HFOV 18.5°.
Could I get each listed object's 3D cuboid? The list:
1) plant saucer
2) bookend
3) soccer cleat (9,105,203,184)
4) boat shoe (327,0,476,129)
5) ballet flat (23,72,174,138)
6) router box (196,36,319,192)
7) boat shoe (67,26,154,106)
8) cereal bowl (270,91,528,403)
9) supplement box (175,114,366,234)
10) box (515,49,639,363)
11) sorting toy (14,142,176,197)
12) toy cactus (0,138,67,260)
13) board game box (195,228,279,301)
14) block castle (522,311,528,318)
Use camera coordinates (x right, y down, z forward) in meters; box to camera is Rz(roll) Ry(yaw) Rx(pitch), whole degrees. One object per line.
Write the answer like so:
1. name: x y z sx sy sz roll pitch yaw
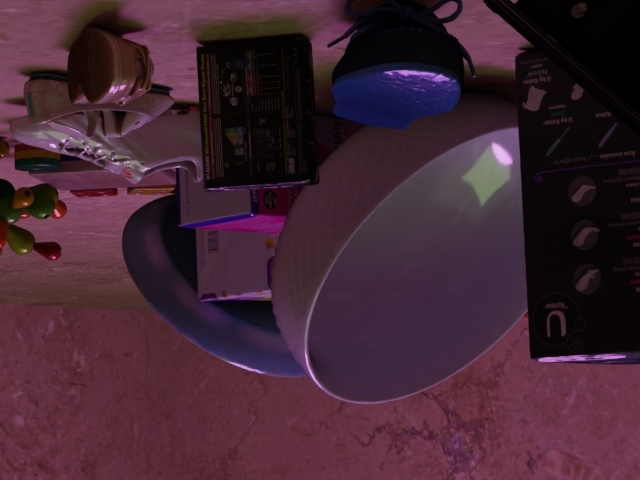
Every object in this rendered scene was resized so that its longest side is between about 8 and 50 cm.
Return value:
1. plant saucer: -0.097 0.042 2.460 0.317 0.317 0.044 3 132 -40
2. bookend: 0.222 -0.161 1.296 0.157 0.156 0.072 -48 162 9
3. soccer cleat: -0.199 -0.092 1.880 0.196 0.076 0.068 1 173 -20
4. boat shoe: 0.049 -0.143 1.474 0.109 0.089 0.258 13 176 -13
5. ballet flat: -0.201 -0.116 1.772 0.057 0.052 0.168 -8 172 44
6. router box: -0.052 -0.103 1.615 0.092 0.122 0.038 -3 178 13
7. boat shoe: -0.162 -0.138 1.564 0.059 0.063 0.170 -3 -176 -16
8. cereal bowl: 0.087 -0.011 1.927 0.339 0.339 0.141 4 -146 -45
9. supplement box: -0.031 -0.067 2.008 0.114 0.111 0.220 -9 172 43
10. box: 0.270 -0.030 1.701 0.143 0.270 0.165 -6 172 32
11. sorting toy: -0.227 -0.085 2.081 0.132 0.046 0.274 -3 173 8
12. toy cactus: -0.371 -0.044 2.113 0.180 0.112 0.219 17 165 15
13. board game box: 0.000 0.000 2.377 0.275 0.144 0.142 2 173 -41
14. block castle: 0.388 -0.016 2.083 0.453 0.213 0.303 -1 177 37
